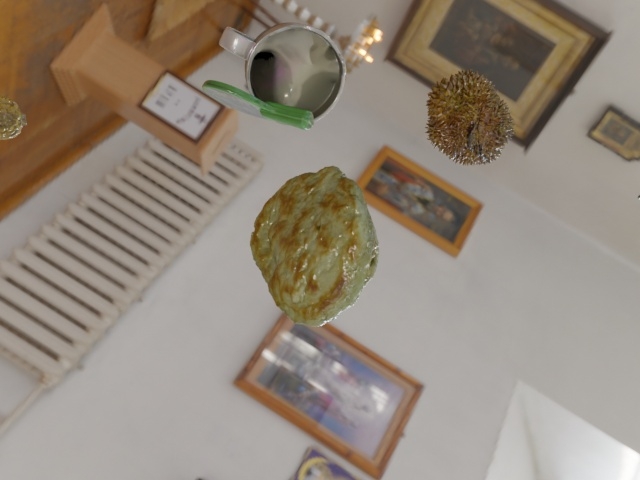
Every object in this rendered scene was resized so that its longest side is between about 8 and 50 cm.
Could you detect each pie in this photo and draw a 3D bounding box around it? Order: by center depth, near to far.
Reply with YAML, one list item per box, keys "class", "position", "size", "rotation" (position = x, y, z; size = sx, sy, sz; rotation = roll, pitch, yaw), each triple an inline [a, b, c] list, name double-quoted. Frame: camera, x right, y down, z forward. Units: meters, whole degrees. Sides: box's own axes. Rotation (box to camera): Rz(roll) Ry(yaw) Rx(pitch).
- class: "pie"
  position: [0.000, 0.000, 1.073]
  size: [0.201, 0.090, 0.248]
  rotation: [-51, -139, 18]

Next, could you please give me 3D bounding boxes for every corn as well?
- class: "corn"
  position: [-0.529, -0.177, 1.104]
  size: [0.068, 0.207, 0.068]
  rotation: [9, -80, 61]

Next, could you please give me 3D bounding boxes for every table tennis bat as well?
- class: "table tennis bat"
  position: [-0.125, -0.268, 1.552]
  size: [0.160, 0.257, 0.039]
  rotation: [29, 81, -64]

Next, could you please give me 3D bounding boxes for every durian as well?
- class: "durian"
  position: [0.239, -0.197, 1.258]
  size: [0.137, 0.158, 0.168]
  rotation: [-38, -160, 6]

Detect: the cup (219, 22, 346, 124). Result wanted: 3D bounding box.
- class: "cup"
  position: [-0.095, -0.404, 1.774]
  size: [0.219, 0.289, 0.258]
  rotation: [-63, -165, 13]

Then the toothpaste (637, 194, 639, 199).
- class: "toothpaste"
  position: [0.473, -0.125, 0.973]
  size: [0.048, 0.029, 0.197]
  rotation: [-7, 139, -40]
